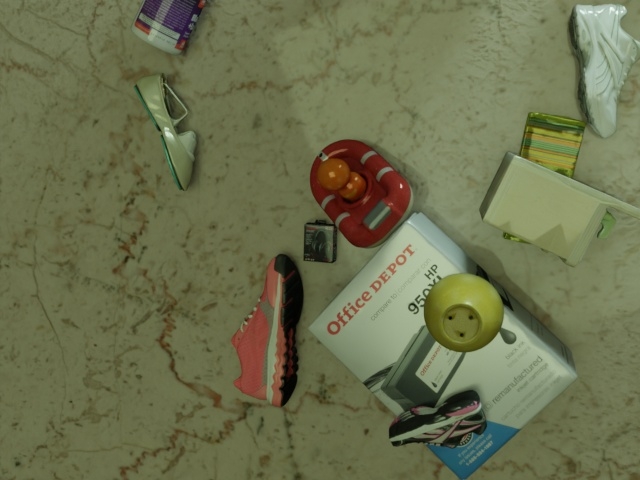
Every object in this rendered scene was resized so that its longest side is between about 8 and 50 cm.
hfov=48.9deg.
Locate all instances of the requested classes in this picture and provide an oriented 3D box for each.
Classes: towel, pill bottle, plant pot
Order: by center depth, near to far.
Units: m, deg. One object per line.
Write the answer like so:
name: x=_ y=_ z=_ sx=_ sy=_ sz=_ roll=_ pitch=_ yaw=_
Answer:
plant pot: x=0.231 y=0.127 z=1.149 sx=0.134 sy=0.095 sz=0.134 roll=2 pitch=97 yaw=13
towel: x=0.405 y=-0.109 z=1.280 sx=0.102 sy=0.021 sz=0.237 roll=12 pitch=101 yaw=14
pill bottle: x=-0.282 y=-0.471 z=1.371 sx=0.108 sy=0.108 sz=0.194 roll=33 pitch=105 yaw=9

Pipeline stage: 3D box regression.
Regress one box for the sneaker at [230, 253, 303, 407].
sneaker: x=-0.118 y=0.180 z=1.415 sx=0.136 sy=0.116 sz=0.314 roll=7 pitch=100 yaw=16

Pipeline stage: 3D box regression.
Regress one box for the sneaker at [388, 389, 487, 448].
sneaker: x=0.201 y=0.326 z=1.200 sx=0.178 sy=0.072 sz=0.077 roll=-24 pitch=102 yaw=23

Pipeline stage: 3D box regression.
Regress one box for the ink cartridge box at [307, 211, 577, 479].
ink cartridge box: x=0.218 y=0.184 z=1.296 sx=0.395 sy=0.166 sz=0.285 roll=43 pitch=105 yaw=6

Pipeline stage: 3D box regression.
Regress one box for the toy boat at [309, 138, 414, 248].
toy boat: x=0.051 y=-0.102 z=1.274 sx=0.151 sy=0.151 sz=0.231 roll=-48 pitch=44 yaw=11

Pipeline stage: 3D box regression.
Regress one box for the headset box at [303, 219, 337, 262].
headset box: x=0.000 y=0.000 z=1.400 sx=0.062 sy=0.032 sz=0.083 roll=5 pitch=101 yaw=15

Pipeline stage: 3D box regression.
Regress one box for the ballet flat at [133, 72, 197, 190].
ballet flat: x=-0.298 y=-0.226 z=1.430 sx=0.086 sy=0.086 sz=0.249 roll=-24 pitch=90 yaw=17

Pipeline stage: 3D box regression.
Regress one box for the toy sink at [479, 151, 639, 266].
toy sink: x=0.404 y=-0.045 z=1.205 sx=0.234 sy=0.153 sz=0.131 roll=24 pitch=104 yaw=5

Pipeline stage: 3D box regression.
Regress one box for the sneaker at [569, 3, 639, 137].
sneaker: x=0.496 y=-0.293 z=1.196 sx=0.115 sy=0.090 sz=0.232 roll=-8 pitch=97 yaw=13
